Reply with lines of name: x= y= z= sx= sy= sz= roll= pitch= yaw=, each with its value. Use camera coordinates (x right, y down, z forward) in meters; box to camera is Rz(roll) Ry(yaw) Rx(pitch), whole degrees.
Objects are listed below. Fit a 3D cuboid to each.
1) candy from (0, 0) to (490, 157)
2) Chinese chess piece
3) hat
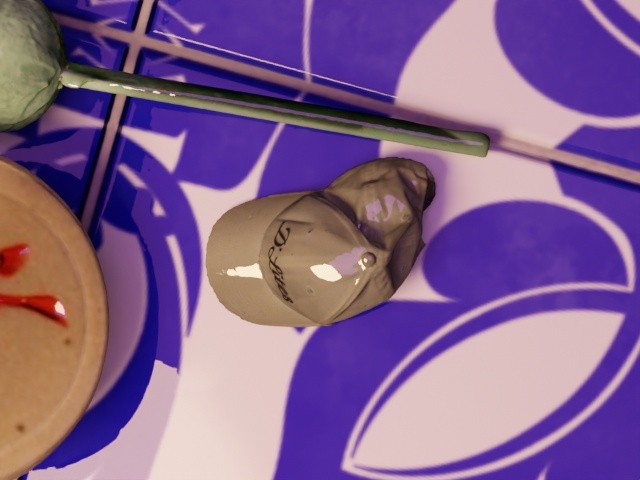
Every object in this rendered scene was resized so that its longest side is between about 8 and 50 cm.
candy: x=-0.095 y=-0.104 z=1.248 sx=0.440 sy=0.119 sz=0.119 roll=11 pitch=90 yaw=1
Chinese chess piece: x=-0.269 y=0.055 z=1.198 sx=0.250 sy=0.103 sz=0.249 roll=4 pitch=83 yaw=-33
hat: x=-0.004 y=0.000 z=1.243 sx=0.166 sy=0.081 sz=0.122 roll=-1 pitch=86 yaw=17
